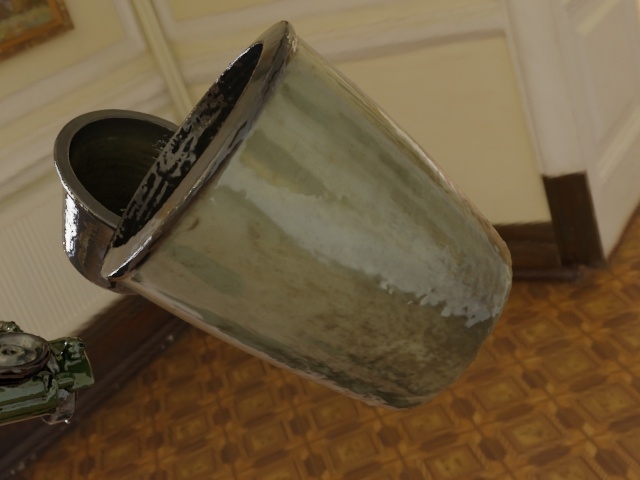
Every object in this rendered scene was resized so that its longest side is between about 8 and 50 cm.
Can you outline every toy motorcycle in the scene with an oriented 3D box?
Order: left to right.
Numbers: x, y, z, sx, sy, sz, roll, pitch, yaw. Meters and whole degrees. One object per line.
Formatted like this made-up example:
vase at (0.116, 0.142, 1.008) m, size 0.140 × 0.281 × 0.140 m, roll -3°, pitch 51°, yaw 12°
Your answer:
toy motorcycle at (-0.359, 0.120, 0.929) m, size 0.205 × 0.127 × 0.275 m, roll -10°, pitch 17°, yaw -35°

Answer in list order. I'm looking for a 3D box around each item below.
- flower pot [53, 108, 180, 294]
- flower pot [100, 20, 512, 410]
flower pot at (-0.225, -0.031, 1.147) m, size 0.148 × 0.235 × 0.235 m, roll -58°, pitch -4°, yaw 37°
flower pot at (0.000, 0.000, 0.920) m, size 0.293 × 0.330 × 0.293 m, roll -48°, pitch 17°, yaw 20°
